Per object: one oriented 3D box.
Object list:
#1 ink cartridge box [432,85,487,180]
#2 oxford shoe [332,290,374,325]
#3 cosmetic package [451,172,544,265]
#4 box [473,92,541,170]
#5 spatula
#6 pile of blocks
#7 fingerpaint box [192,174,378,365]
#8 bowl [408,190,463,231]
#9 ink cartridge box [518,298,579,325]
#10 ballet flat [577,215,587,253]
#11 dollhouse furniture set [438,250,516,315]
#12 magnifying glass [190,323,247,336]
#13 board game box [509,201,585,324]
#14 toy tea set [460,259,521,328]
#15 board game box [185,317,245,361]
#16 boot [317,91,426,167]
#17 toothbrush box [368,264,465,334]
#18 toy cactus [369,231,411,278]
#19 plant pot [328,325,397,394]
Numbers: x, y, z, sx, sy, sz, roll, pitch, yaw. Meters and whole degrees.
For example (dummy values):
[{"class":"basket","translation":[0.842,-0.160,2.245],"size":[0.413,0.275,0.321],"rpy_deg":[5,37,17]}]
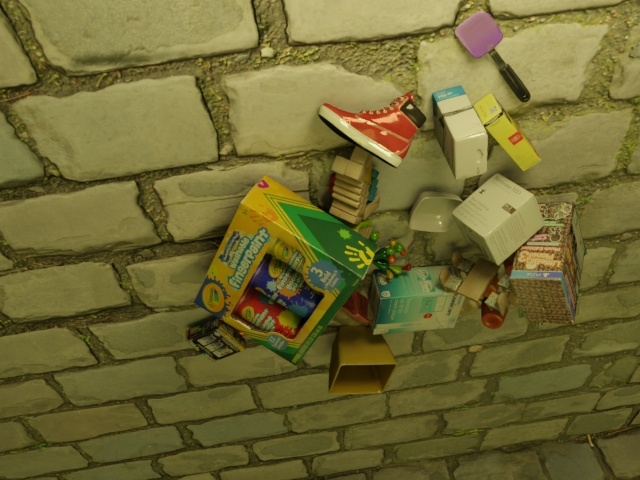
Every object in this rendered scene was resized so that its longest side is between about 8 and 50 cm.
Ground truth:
[{"class":"ink cartridge box","translation":[0.340,-0.265,1.478],"size":[0.082,0.190,0.139],"rpy_deg":[-13,138,3]},{"class":"oxford shoe","translation":[0.026,0.192,1.926],"size":[0.130,0.123,0.348],"rpy_deg":[-27,130,29]},{"class":"cosmetic package","translation":[0.509,-0.062,1.727],"size":[0.184,0.151,0.151],"rpy_deg":[-42,134,-2]},{"class":"box","translation":[0.490,-0.280,1.572],"size":[0.058,0.087,0.232],"rpy_deg":[-34,132,24]},{"class":"spatula","translation":[0.430,-0.425,1.437],"size":[0.084,0.030,0.296],"rpy_deg":[-36,132,23]},{"class":"pile of blocks","translation":[0.084,-0.121,1.676],"size":[0.113,0.149,0.362],"rpy_deg":[26,133,25]},{"class":"fingerpaint box","translation":[-0.113,0.101,1.706],"size":[0.371,0.163,0.444],"rpy_deg":[33,130,-1]},{"class":"bowl","translation":[0.334,-0.092,1.775],"size":[0.142,0.053,0.142],"rpy_deg":[4,138,-16]},{"class":"ink cartridge box","translation":[0.859,0.260,2.264],"size":[0.209,0.062,0.109],"rpy_deg":[-17,139,9]},{"class":"ballet flat","translation":[0.813,-0.013,1.950],"size":[0.074,0.074,0.203],"rpy_deg":[-24,137,15]},{"class":"dollhouse furniture set","translation":[0.509,0.068,1.850],"size":[0.242,0.212,0.161],"rpy_deg":[-52,140,-15]},{"class":"magnifying glass","translation":[-0.345,0.328,2.135],"size":[0.231,0.026,0.092],"rpy_deg":[3,137,-12]},{"class":"board game box","translation":[0.689,0.067,1.809],"size":[0.141,0.291,0.232],"rpy_deg":[0,140,34]},{"class":"toy tea set","translation":[0.633,0.169,2.111],"size":[0.200,0.124,0.336],"rpy_deg":[37,129,-5]},{"class":"board game box","translation":[-0.364,0.347,2.099],"size":[0.141,0.048,0.170],"rpy_deg":[-24,136,13]},{"class":"boot","translation":[0.130,-0.313,1.479],"size":[0.244,0.088,0.176],"rpy_deg":[29,94,-7]},{"class":"toothbrush box","translation":[0.321,0.203,2.049],"size":[0.296,0.126,0.216],"rpy_deg":[-4,138,-9]},{"class":"toy cactus","translation":[0.180,0.058,1.890],"size":[0.181,0.112,0.219],"rpy_deg":[-18,148,23]},{"class":"plant pot","translation":[0.138,0.432,2.221],"size":[0.212,0.187,0.212],"rpy_deg":[1,137,-13]}]
